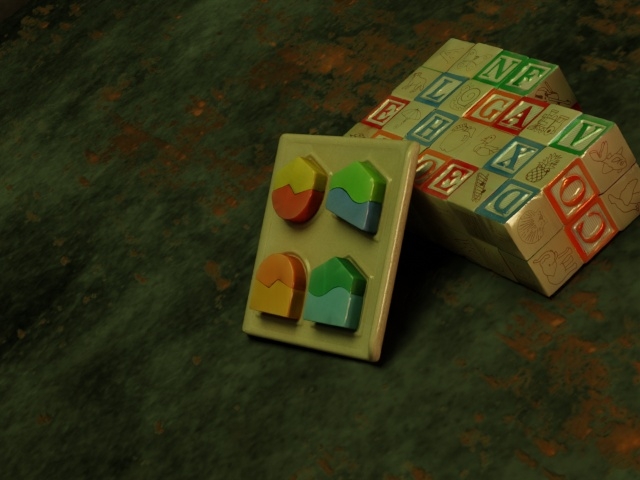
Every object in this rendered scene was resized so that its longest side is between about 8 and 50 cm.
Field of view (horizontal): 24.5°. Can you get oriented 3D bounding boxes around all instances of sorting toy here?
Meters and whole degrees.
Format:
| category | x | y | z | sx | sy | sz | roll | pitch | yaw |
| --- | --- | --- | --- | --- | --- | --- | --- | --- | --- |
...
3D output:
| category | x | y | z | sx | sy | sz | roll | pitch | yaw |
| --- | --- | --- | --- | --- | --- | --- | --- | --- | --- |
| sorting toy | 0.000 | 0.000 | 1.319 | 0.208 | 0.038 | 0.193 | 7 | 85 | 53 |

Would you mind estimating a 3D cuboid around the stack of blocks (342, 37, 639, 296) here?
| category | x | y | z | sx | sy | sz | roll | pitch | yaw |
| --- | --- | --- | --- | --- | --- | --- | --- | --- | --- |
| stack of blocks | 0.157 | -0.075 | 1.311 | 0.171 | 0.087 | 0.297 | -42 | 30 | -11 |
